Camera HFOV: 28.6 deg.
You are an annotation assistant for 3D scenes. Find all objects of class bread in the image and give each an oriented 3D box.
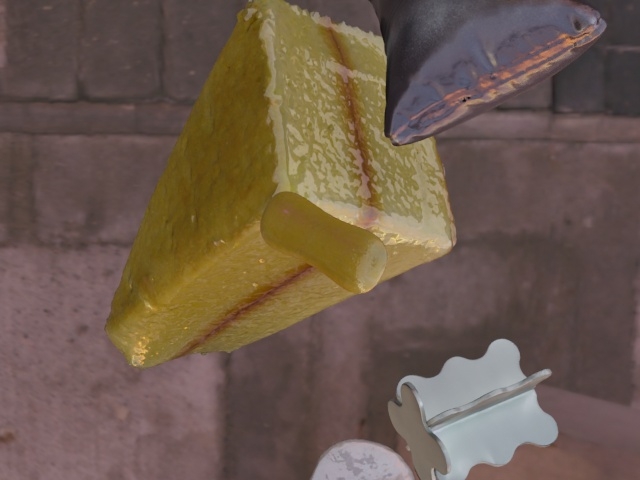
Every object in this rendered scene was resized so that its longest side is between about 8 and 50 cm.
[{"bbox_3d":[-0.075,-0.034,1.272,0.233,0.361,0.245,11,58,-41],"label":"bread"}]

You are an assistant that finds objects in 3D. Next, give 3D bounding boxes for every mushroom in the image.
[{"bbox_3d":[0.027,0.232,0.914,0.223,0.081,0.092,90,7,-45],"label":"mushroom"}]

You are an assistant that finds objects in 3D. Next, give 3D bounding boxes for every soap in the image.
[{"bbox_3d":[0.000,0.000,0.665,0.012,0.089,0.034,15,100,-52],"label":"soap"}]

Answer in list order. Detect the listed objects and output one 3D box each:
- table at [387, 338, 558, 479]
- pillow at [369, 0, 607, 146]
[{"bbox_3d":[0.219,0.236,1.738,0.198,0.166,0.167,-20,104,-18],"label":"table"},{"bbox_3d":[0.122,-0.192,1.028,0.186,0.250,0.106,-28,124,17],"label":"pillow"}]
